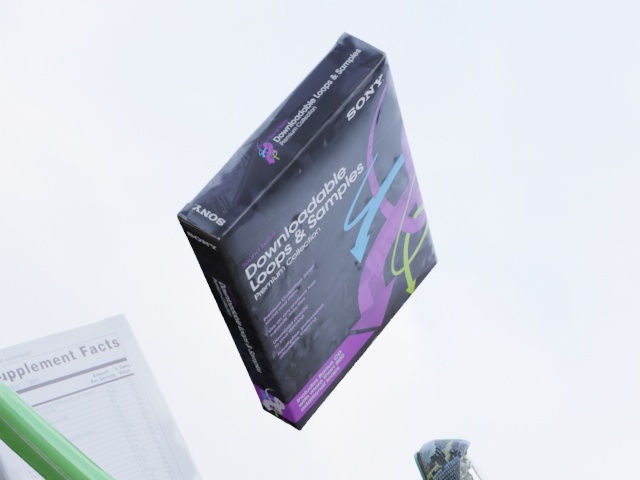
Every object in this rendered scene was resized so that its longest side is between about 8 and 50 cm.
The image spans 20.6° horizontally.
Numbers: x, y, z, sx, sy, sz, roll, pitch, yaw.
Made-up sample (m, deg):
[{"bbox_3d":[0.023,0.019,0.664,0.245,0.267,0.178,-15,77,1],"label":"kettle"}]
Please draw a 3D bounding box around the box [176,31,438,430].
[{"bbox_3d":[0.000,0.000,0.794,0.029,0.116,0.162,28,-24,30],"label":"box"}]

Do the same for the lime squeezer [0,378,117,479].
[{"bbox_3d":[0.026,0.131,0.611,0.310,0.110,0.059,20,-38,-22],"label":"lime squeezer"}]

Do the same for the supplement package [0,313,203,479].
[{"bbox_3d":[-0.143,0.186,0.993,0.134,0.139,0.244,-34,-102,37],"label":"supplement package"}]

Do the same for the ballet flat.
[{"bbox_3d":[0.147,0.275,1.663,0.070,0.070,0.188,-17,-85,45],"label":"ballet flat"}]
